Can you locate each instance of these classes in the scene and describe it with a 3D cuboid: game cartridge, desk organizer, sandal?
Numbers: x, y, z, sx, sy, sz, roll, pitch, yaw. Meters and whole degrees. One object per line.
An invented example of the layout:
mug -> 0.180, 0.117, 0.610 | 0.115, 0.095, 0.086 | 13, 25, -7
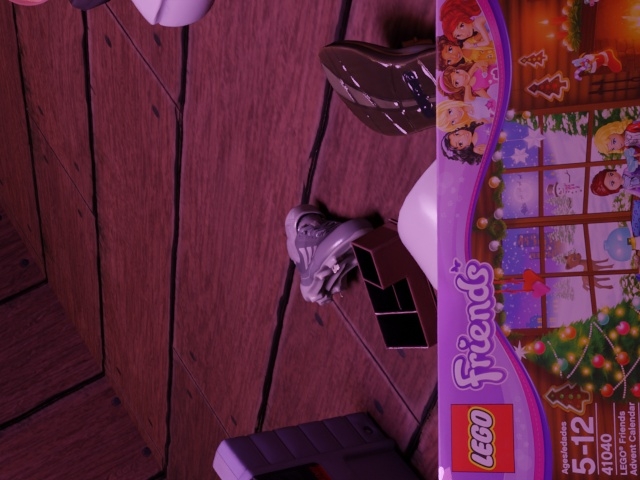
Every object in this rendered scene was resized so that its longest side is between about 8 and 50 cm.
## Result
game cartridge -> 0.057, 0.336, 1.643 | 0.355, 0.230, 0.068 | 48, 124, 35
desk organizer -> 0.078, 0.050, 1.475 | 0.047, 0.050, 0.130 | 26, 139, 60
sandal -> 0.085, -0.139, 1.220 | 0.219, 0.060, 0.090 | -1, 122, 52

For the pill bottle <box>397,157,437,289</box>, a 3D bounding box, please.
pill bottle -> 0.218, 0.081, 0.939 | 0.361, 0.204, 0.204 | 54, 159, 21

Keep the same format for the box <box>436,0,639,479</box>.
box -> 0.166, -0.006, 0.829 | 0.201, 0.057, 0.293 | -4, 82, 28

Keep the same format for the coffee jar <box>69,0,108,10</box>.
coffee jar -> -0.307, -0.382, 1.833 | 0.184, 0.079, 0.096 | 64, 153, -2

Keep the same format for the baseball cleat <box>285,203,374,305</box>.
baseball cleat -> 0.000, 0.000, 1.579 | 0.109, 0.072, 0.206 | 64, 158, 15

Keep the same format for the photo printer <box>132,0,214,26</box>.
photo printer -> -0.161, -0.380, 1.432 | 0.256, 0.107, 0.307 | 60, 160, 9

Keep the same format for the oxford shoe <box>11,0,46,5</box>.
oxford shoe -> -0.315, -0.473, 1.655 | 0.141, 0.146, 0.397 | 17, 119, 16
